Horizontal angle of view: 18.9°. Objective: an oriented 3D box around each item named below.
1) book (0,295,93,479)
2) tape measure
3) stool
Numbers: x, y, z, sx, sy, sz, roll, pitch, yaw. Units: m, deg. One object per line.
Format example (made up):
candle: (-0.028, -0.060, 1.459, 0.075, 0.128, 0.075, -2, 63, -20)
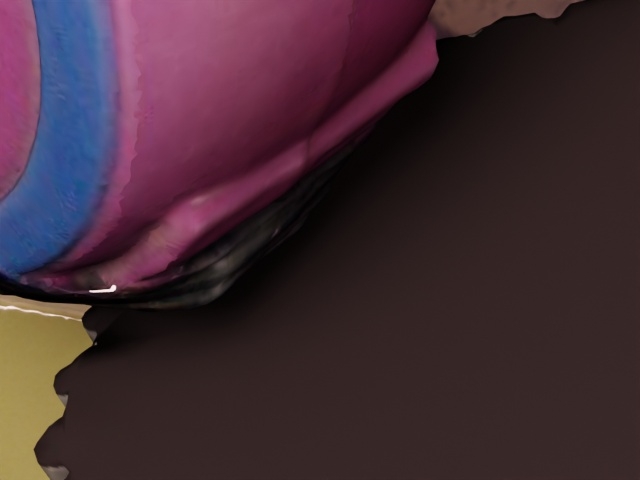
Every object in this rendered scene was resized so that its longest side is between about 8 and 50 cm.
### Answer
book: (-0.152, 0.179, 0.679, 0.239, 0.035, 0.352, 11, 105, -1)
tape measure: (-0.082, -0.110, 0.473, 0.149, 0.245, 0.232, -35, 144, -36)
stool: (0.109, 0.141, 0.586, 0.297, 0.297, 0.330, -23, 133, -3)
